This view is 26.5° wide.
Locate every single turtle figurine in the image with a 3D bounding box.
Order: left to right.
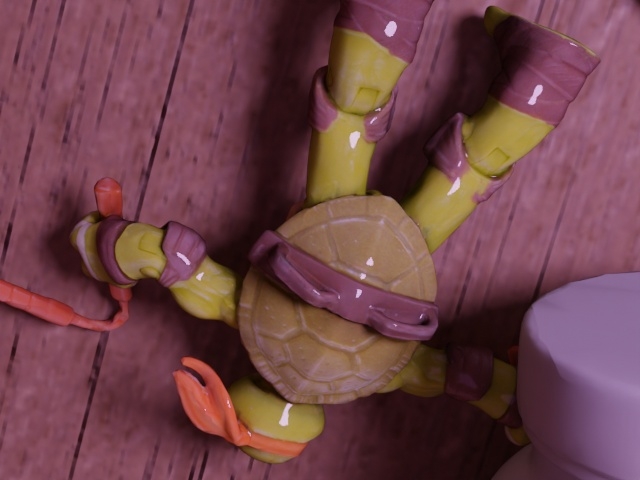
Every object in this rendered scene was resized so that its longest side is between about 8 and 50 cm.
[{"bbox_3d":[0.000,0.000,0.525,0.270,0.087,0.217,24,101,-2],"label":"turtle figurine"}]

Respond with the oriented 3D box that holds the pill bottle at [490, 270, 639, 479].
[{"bbox_3d":[0.134,0.162,0.501,0.162,0.162,0.278,0,107,2],"label":"pill bottle"}]
